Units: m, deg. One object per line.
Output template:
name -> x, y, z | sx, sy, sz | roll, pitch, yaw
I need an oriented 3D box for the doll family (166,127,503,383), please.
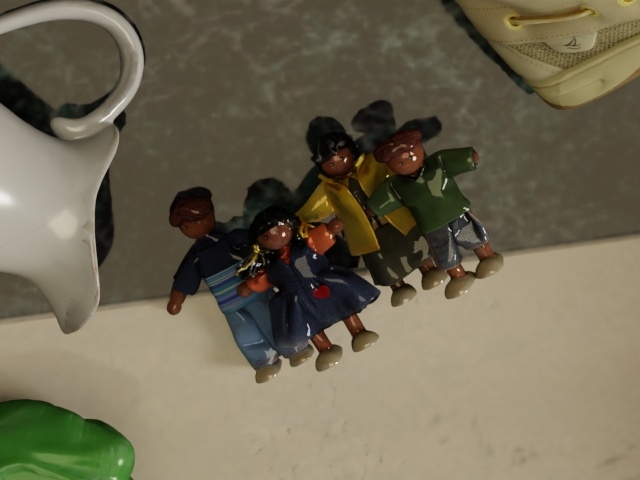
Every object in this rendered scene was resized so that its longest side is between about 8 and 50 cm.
doll family -> 0.000, 0.000, 0.944 | 0.193, 0.076, 0.111 | -32, 106, 5

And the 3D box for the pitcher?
pitcher -> -0.202, -0.061, 0.903 | 0.207, 0.125, 0.177 | 17, 78, -18

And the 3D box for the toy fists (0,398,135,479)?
toy fists -> -0.179, 0.219, 0.962 | 0.142, 0.096, 0.279 | 19, 100, 3

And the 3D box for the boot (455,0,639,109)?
boot -> 0.134, -0.188, 0.837 | 0.203, 0.095, 0.262 | 34, 139, -23
